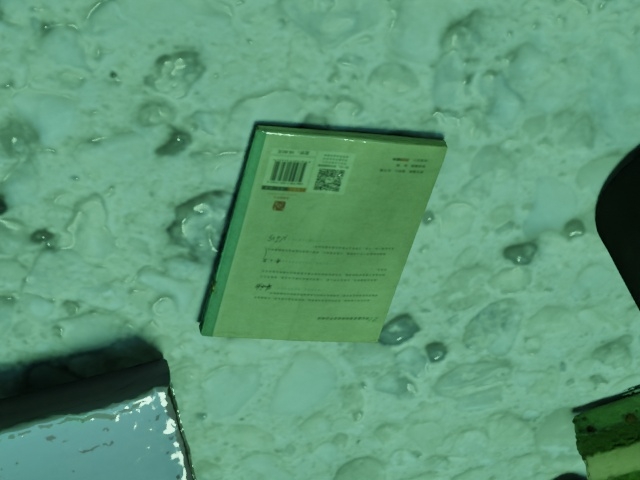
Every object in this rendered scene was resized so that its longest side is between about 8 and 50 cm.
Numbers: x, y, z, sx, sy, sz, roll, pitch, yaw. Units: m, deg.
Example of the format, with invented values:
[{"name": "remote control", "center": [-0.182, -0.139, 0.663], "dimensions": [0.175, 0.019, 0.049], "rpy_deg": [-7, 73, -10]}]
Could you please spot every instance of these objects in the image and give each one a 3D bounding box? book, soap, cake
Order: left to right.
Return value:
[{"name": "soap", "center": [-0.269, 0.307, 1.705], "dimensions": [0.285, 0.107, 0.296], "rpy_deg": [-13, 105, -6]}, {"name": "book", "center": [0.000, 0.000, 1.643], "dimensions": [0.215, 0.025, 0.283], "rpy_deg": [4, 130, -20]}, {"name": "cake", "center": [0.466, 0.280, 1.969], "dimensions": [0.283, 0.158, 0.172], "rpy_deg": [-15, 137, -2]}]

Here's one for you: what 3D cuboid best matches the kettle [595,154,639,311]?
[{"name": "kettle", "center": [0.462, 0.047, 1.632], "dimensions": [0.262, 0.308, 0.203], "rpy_deg": [-23, 139, 6]}]
